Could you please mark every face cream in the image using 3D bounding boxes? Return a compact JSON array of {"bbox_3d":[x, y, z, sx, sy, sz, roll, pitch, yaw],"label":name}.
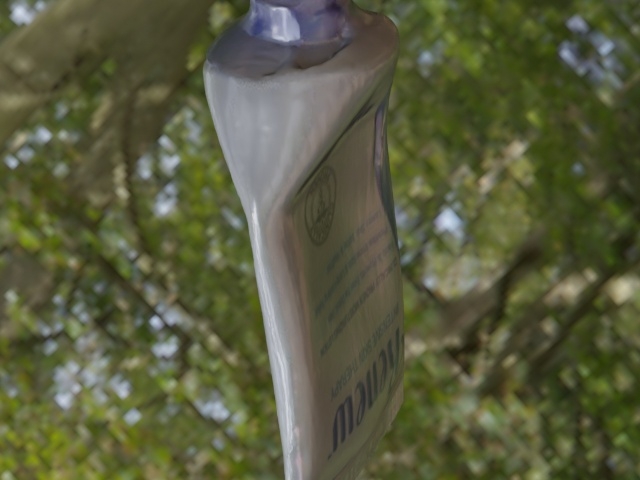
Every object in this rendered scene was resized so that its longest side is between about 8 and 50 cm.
[{"bbox_3d":[0.000,0.000,1.462,0.235,0.137,0.420,-51,-40,-55],"label":"face cream"}]
